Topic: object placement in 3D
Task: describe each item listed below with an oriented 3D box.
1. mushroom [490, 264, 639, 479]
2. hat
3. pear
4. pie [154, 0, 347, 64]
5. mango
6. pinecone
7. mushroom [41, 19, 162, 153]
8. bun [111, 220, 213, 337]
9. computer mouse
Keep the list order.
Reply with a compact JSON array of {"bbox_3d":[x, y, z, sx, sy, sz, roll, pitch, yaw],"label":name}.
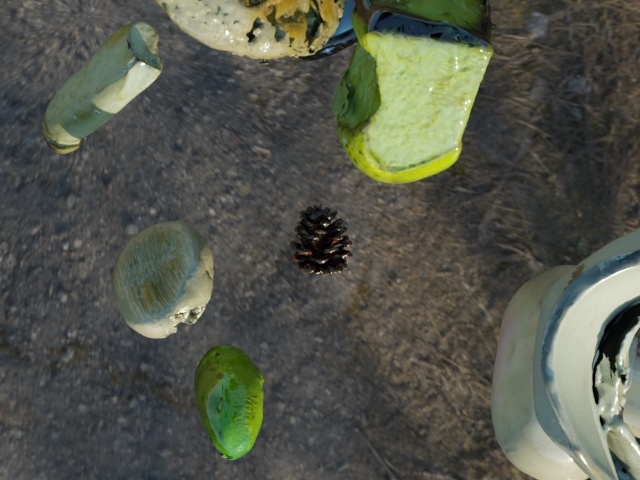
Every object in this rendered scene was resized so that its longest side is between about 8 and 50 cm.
[{"bbox_3d":[0.360,0.216,1.373,0.315,0.356,0.315,-17,148,-11],"label":"mushroom"},{"bbox_3d":[0.234,0.078,0.801,0.301,0.168,0.257,24,95,-54],"label":"hat"},{"bbox_3d":[0.098,-0.206,1.143,0.164,0.238,0.255,7,135,-3],"label":"pear"},{"bbox_3d":[-0.056,-0.274,0.772,0.274,0.055,0.274,3,86,-48],"label":"pie"},{"bbox_3d":[-0.131,0.236,1.439,0.100,0.178,0.119,-19,141,9],"label":"mango"},{"bbox_3d":[-0.003,0.000,1.505,0.102,0.102,0.109,-17,100,-9],"label":"pinecone"},{"bbox_3d":[-0.341,-0.226,1.475,0.081,0.312,0.099,-2,73,-40],"label":"mushroom"},{"bbox_3d":[-0.249,0.074,1.623,0.178,0.193,0.128,-31,146,12],"label":"bun"},{"bbox_3d":[0.032,-0.356,1.483,0.137,0.233,0.096,-9,118,30],"label":"computer mouse"}]
